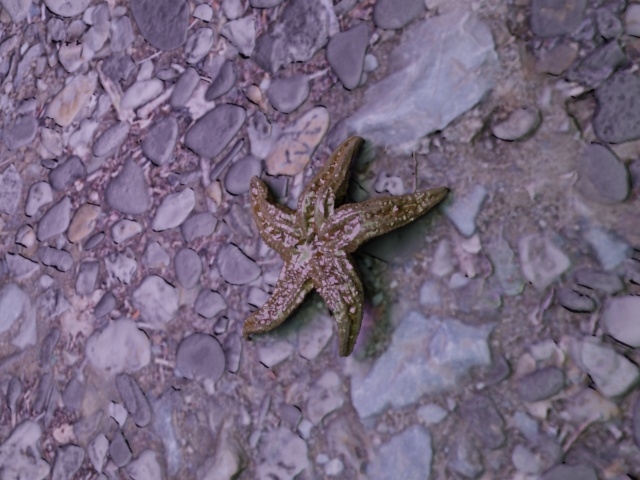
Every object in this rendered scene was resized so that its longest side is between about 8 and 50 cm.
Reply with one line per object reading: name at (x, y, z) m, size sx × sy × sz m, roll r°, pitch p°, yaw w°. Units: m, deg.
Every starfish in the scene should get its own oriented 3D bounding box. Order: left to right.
starfish at (0.000, 0.000, 0.880) m, size 0.277 × 0.062 × 0.236 m, roll -39°, pitch 60°, yaw 22°
